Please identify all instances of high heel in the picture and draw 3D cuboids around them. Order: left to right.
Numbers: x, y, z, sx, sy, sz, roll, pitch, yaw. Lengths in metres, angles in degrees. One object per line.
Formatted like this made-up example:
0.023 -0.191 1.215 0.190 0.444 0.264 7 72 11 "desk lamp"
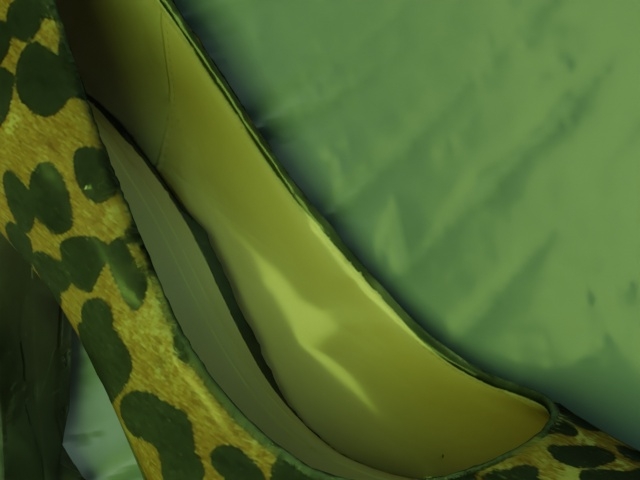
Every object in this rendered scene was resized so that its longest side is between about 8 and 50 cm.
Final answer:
0.000 0.000 0.487 0.261 0.093 0.186 9 106 29 "high heel"
